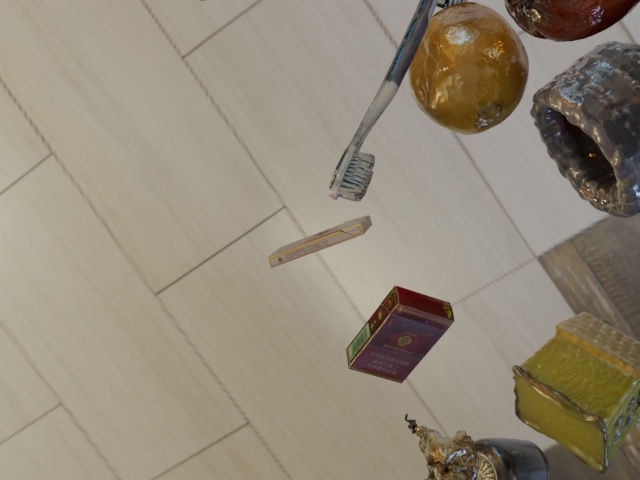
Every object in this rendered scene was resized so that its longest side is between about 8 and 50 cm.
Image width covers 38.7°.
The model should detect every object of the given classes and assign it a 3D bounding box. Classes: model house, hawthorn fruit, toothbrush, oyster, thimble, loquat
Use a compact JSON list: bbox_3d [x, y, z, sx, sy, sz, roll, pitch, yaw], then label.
[{"bbox_3d":[0.469,0.234,1.559,0.193,0.234,0.174,30,154,40],"label":"model house"},{"bbox_3d":[0.305,-0.318,1.055,0.188,0.169,0.169,-26,99,-11],"label":"hawthorn fruit"},{"bbox_3d":[0.065,-0.141,0.750,0.026,0.288,0.024,16,144,11],"label":"toothbrush"},{"bbox_3d":[0.152,0.343,1.268,0.133,0.197,0.337,26,145,16],"label":"oyster"},{"bbox_3d":[0.434,-0.165,1.331,0.172,0.205,0.236,-38,82,-9],"label":"thimble"},{"bbox_3d":[0.228,-0.267,1.406,0.176,0.234,0.187,17,125,-31],"label":"loquat"}]

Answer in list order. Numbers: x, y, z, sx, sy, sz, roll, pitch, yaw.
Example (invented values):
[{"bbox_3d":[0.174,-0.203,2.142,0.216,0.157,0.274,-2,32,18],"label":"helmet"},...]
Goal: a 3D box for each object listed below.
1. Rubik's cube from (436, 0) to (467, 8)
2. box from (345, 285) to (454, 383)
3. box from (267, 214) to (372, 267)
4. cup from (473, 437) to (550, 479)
[{"bbox_3d":[0.201,-0.554,1.708,0.187,0.182,0.184,23,115,14],"label":"Rubik's cube"},{"bbox_3d":[0.061,0.075,0.717,0.052,0.023,0.082,17,128,-21],"label":"box"},{"bbox_3d":[0.000,0.000,0.754,0.083,0.046,0.012,-21,95,15],"label":"box"},{"bbox_3d":[0.430,0.543,2.047,0.223,0.177,0.169,42,118,45],"label":"cup"}]
